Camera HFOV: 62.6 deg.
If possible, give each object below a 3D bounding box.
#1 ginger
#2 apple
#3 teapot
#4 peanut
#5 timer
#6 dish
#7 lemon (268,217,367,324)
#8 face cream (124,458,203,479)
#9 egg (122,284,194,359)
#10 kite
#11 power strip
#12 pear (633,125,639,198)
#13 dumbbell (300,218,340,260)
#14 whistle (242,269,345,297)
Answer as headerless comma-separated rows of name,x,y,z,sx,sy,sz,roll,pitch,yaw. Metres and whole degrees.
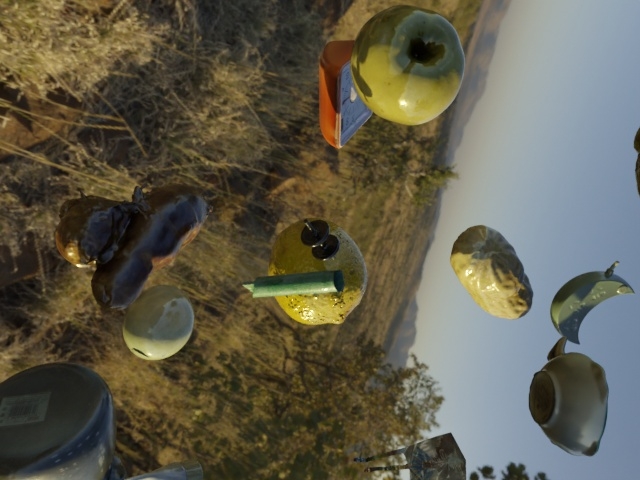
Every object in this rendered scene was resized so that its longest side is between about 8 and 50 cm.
ginger,-0.402,-0.038,1.155,0.176,0.254,0.418,-38,-172,33
apple,0.195,-0.397,1.199,0.262,0.262,0.263,19,90,-79
teapot,-0.488,0.399,0.907,0.305,0.223,0.285,-28,134,-31
peanut,0.418,0.088,1.258,0.313,0.152,0.152,49,54,-39
timer,0.068,-0.446,1.586,0.250,0.161,0.258,-71,166,-46
dish,0.471,0.304,1.048,0.246,0.078,0.224,-85,-175,-49
lemon,-0.012,0.076,1.388,0.258,0.257,0.310,87,-14,-61
face cream,-0.356,0.513,1.097,0.224,0.070,0.114,8,119,-48
egg,-0.445,0.223,1.457,0.253,0.186,0.187,-81,-177,-61
kite,0.252,0.640,1.466,0.169,0.309,0.015,-102,177,-51
power strip,0.611,0.135,1.195,0.216,0.137,0.044,-56,-163,22
pear,0.700,-0.104,0.790,0.352,0.413,0.352,-47,149,-40
dumbbell,0.000,0.000,1.153,0.147,0.069,0.069,52,54,-46
whistle,-0.049,0.074,0.880,0.039,0.186,0.039,20,67,-57
